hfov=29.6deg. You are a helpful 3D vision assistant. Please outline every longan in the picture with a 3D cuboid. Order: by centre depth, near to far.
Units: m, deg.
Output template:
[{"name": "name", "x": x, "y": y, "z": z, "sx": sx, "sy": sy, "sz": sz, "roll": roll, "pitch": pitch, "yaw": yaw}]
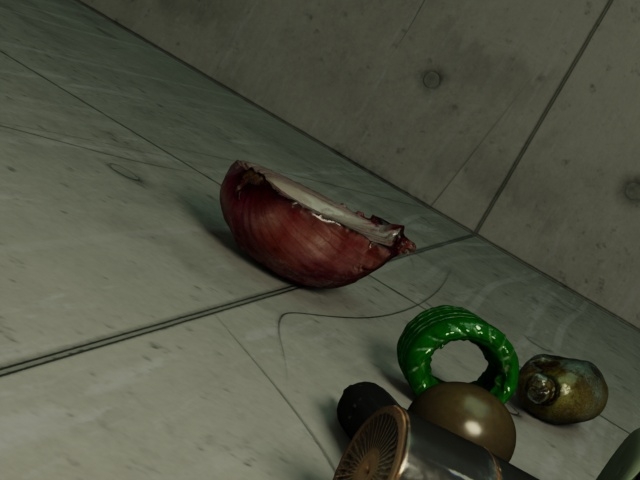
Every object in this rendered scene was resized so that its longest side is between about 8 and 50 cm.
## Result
[{"name": "longan", "x": 0.130, "y": 0.178, "z": 1.125, "sx": 0.113, "sy": 0.092, "sz": 0.113, "roll": 14, "pitch": -7, "yaw": 2}]

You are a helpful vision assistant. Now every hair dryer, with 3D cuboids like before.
[{"name": "hair dryer", "x": 0.084, "y": 0.181, "z": 0.995, "sx": 0.189, "sy": 0.107, "sz": 0.352, "roll": 29, "pitch": 4, "yaw": -15}]

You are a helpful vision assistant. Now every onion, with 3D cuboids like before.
[{"name": "onion", "x": 0.000, "y": 0.000, "z": 1.570, "sx": 0.283, "sy": 0.120, "sz": 0.227, "roll": 20, "pitch": 12, "yaw": -30}]

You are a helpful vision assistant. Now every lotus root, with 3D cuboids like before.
[{"name": "lotus root", "x": 0.310, "y": 0.194, "z": 1.577, "sx": 0.113, "sy": 0.088, "sz": 0.192, "roll": 16, "pitch": 4, "yaw": 27}]

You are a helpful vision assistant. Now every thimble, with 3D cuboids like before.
[{"name": "thimble", "x": 0.153, "y": 0.136, "z": 1.341, "sx": 0.130, "sy": 0.118, "sz": 0.090, "roll": 55, "pitch": -1, "yaw": -16}]

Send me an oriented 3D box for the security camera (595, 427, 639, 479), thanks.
[{"name": "security camera", "x": 0.263, "y": 0.242, "z": 0.993, "sx": 0.080, "sy": 0.157, "sz": 0.301, "roll": 33, "pitch": 8, "yaw": 10}]
